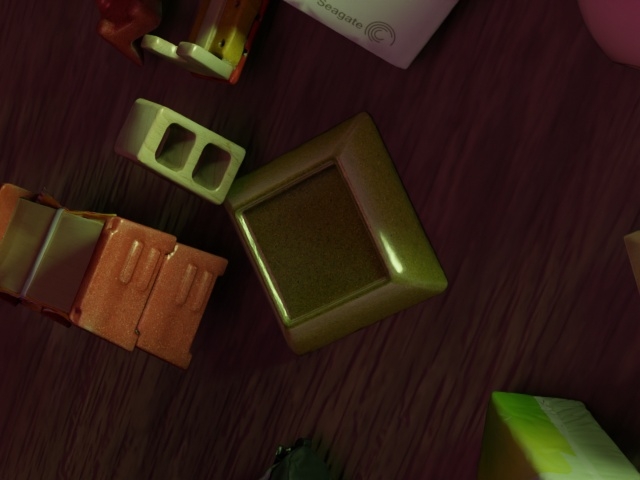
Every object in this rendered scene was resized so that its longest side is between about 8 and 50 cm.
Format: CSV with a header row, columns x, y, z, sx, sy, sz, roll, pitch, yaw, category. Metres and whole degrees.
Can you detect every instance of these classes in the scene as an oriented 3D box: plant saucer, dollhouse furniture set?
x,y,z,sx,sy,sz,roll,pitch,yaw,category
0.000,0.000,1.365,0.188,0.045,0.188,-27,86,29,plant saucer
-0.174,-0.084,1.392,0.201,0.152,0.374,17,83,43,dollhouse furniture set

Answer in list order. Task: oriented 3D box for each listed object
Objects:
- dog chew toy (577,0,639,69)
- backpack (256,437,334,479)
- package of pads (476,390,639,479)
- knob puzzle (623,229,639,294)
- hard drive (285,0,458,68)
x,y,z,sx,sy,sz,roll,pitch,yaw,category
0.315,-0.282,1.068,0.207,0.207,0.331,18,99,24,dog chew toy
-0.055,0.300,1.408,0.182,0.115,0.152,-34,85,31,backpack
0.197,0.281,1.179,0.101,0.296,0.229,5,103,-6,package of pads
0.370,0.051,1.187,0.213,0.030,0.213,5,101,28,knob puzzle
0.065,-0.325,1.168,0.233,0.047,0.353,29,131,-11,hard drive
